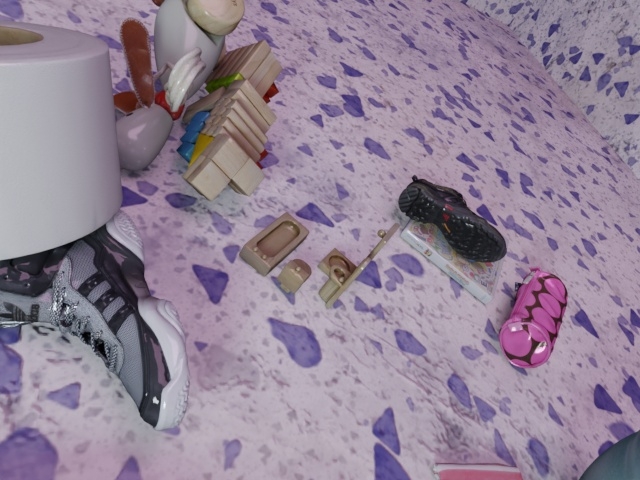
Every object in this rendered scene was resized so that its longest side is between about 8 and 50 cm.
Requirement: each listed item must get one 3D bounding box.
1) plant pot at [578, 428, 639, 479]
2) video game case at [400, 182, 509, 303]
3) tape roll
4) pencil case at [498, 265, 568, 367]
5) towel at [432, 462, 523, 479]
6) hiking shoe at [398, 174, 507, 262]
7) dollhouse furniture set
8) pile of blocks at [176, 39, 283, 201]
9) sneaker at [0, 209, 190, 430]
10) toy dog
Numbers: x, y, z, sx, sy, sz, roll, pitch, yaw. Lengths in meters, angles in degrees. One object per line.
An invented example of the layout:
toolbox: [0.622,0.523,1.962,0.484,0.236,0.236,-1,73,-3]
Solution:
plant pot: [0.407,0.383,0.551,0.292,0.196,0.293,19,44,-20]
video game case: [0.280,-0.005,0.959,0.206,0.026,0.227,39,41,3]
tape roll: [-0.328,-0.111,0.458,0.245,0.169,0.246,6,28,-3]
pencil case: [0.382,0.132,0.853,0.209,0.095,0.098,-39,115,-51]
towel: [0.214,0.369,0.564,0.144,0.029,0.197,15,42,-24]
hiking shoe: [0.263,-0.051,0.905,0.226,0.086,0.114,36,43,0]
dollhouse furniture set: [0.000,0.000,0.683,0.151,0.123,0.144,41,40,5]
pile of blocks: [-0.143,-0.180,0.783,0.113,0.148,0.362,48,37,-39]
sneaker: [-0.237,0.079,0.468,0.153,0.101,0.269,-7,51,-38]
toy dog: [-0.246,-0.279,0.705,0.160,0.220,0.334,31,43,-17]
